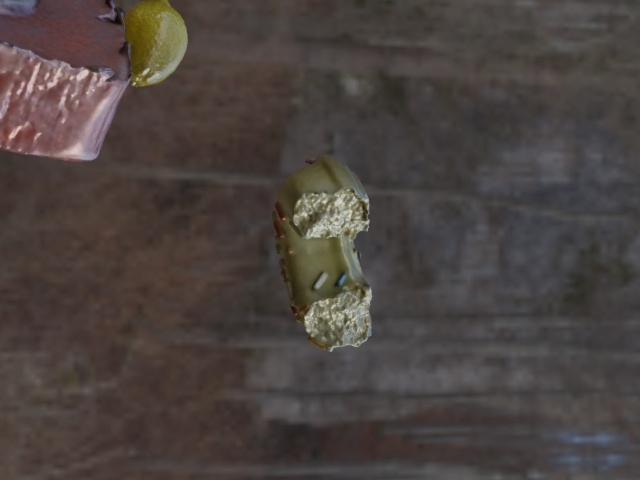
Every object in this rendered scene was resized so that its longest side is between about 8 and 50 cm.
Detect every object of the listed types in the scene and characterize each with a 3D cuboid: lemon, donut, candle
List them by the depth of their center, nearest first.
[{"bbox_3d":[-0.273,-0.158,1.360,0.317,0.287,0.131,-31,149,-60],"label":"candle"},{"bbox_3d":[-0.001,0.000,1.410,0.108,0.065,0.166,-120,-160,-50],"label":"donut"},{"bbox_3d":[-0.150,-0.177,1.520,0.065,0.065,0.092,140,-32,-67],"label":"lemon"}]
